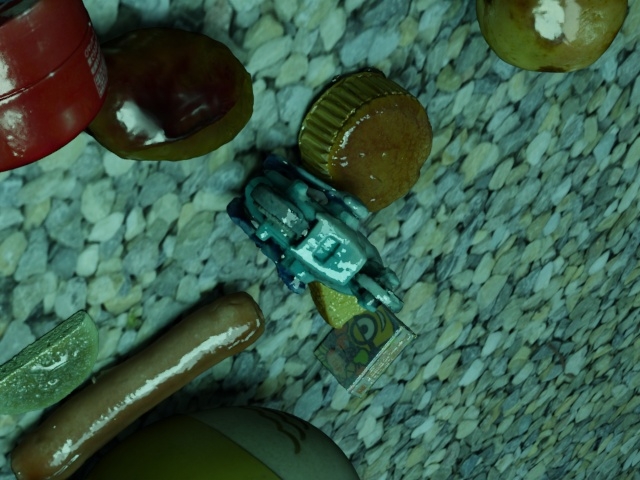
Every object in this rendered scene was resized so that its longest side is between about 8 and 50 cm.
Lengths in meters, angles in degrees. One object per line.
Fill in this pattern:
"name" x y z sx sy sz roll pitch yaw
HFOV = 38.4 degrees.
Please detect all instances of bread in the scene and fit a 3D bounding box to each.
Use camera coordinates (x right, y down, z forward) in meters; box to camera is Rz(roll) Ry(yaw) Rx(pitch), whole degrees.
"bread" 0.030 0.060 1.464 0.103 0.065 0.187 -23 133 -14
"bread" -0.378 0.189 1.275 0.193 0.036 0.112 -35 139 -9
"bread" 0.070 -0.135 1.301 0.199 0.104 0.199 -21 132 -25

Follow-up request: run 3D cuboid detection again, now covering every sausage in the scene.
"sausage" -0.264 0.213 1.339 0.419 0.094 0.094 -36 159 -7

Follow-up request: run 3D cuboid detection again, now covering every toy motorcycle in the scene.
"toy motorcycle" 0.000 0.000 1.263 0.260 0.206 0.154 40 91 -13

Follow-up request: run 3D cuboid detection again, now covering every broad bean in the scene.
"broad bean" -0.183 -0.168 1.070 0.229 0.122 0.156 -10 103 -39

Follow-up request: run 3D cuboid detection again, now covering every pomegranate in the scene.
"pomegranate" 0.324 -0.333 1.253 0.215 0.215 0.215 -21 133 -23

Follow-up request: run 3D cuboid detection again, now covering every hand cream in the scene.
"hand cream" -0.325 -0.180 0.877 0.230 0.230 0.149 -29 139 -15

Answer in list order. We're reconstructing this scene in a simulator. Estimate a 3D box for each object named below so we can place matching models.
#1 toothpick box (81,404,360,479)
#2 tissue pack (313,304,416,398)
"toothpick box" -0.166 0.458 1.365 0.425 0.409 0.408 2 122 -48
"tissue pack" 0.074 0.175 1.552 0.148 0.108 0.060 -51 141 8
